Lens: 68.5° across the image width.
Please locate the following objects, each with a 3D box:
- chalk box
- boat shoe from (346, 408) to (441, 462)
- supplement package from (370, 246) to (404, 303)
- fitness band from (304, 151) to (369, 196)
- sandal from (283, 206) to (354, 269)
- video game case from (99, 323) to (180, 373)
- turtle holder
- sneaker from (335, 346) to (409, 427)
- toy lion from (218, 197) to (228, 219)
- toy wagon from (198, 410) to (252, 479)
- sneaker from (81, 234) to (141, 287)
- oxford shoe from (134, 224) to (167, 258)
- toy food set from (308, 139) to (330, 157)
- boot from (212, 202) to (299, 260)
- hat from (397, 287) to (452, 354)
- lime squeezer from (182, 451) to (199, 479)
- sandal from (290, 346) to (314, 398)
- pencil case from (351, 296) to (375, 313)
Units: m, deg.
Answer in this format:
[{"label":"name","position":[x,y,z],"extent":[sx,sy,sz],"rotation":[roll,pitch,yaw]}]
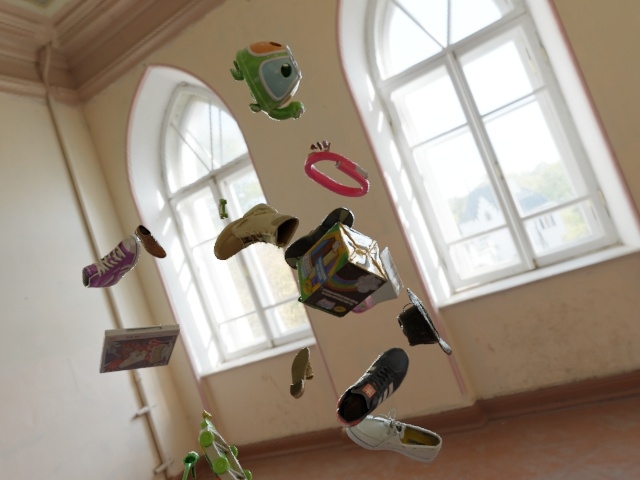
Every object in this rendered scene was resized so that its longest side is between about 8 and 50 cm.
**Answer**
[{"label":"chalk box","position":[0.043,0.118,1.527],"extent":[0.180,0.179,0.289],"rotation":[27,-55,-32]},{"label":"boat shoe","position":[0.287,0.732,1.792],"extent":[0.136,0.367,0.156],"rotation":[-67,-6,-50]},{"label":"supplement package","position":[0.230,0.134,1.800],"extent":[0.105,0.179,0.105],"rotation":[-18,11,28]},{"label":"fitness band","position":[0.070,-0.261,1.908],"extent":[0.291,0.054,0.209],"rotation":[29,-25,-31]},{"label":"sandal","position":[0.002,0.000,1.704],"extent":[0.302,0.120,0.086],"rotation":[-39,4,8]},{"label":"video game case","position":[-0.485,0.291,1.256],"extent":[0.183,0.023,0.201],"rotation":[0,-40,-30]},{"label":"turtle holder","position":[-0.188,-0.617,1.837],"extent":[0.227,0.320,0.243],"rotation":[-25,10,9]},{"label":"sneaker","position":[0.187,0.517,1.654],"extent":[0.350,0.131,0.148],"rotation":[-49,-22,-8]},{"label":"toy lion","position":[-0.430,-0.138,2.050],"extent":[0.034,0.100,0.096],"rotation":[-7,18,-23]},{"label":"toy wagon","position":[-0.389,0.820,1.825],"extent":[0.068,0.344,0.267],"rotation":[-37,-37,-12]},{"label":"sneaker","position":[-0.827,0.093,1.841],"extent":[0.282,0.102,0.161],"rotation":[-49,-19,19]},{"label":"oxford shoe","position":[-0.858,0.007,2.377],"extent":[0.076,0.212,0.076],"rotation":[-45,-2,-43]},{"label":"toy food set","position":[0.000,-0.370,1.911],"extent":[0.019,0.078,0.122],"rotation":[4,8,-44]},{"label":"boot","position":[-0.213,-0.010,1.550],"extent":[0.262,0.095,0.203],"rotation":[-42,40,-22]},{"label":"hat","position":[0.399,0.361,1.924],"extent":[0.134,0.331,0.331],"rotation":[-34,-6,8]},{"label":"lime squeezer","position":[-0.539,0.926,1.923],"extent":[0.058,0.110,0.310],"rotation":[17,-23,-1]},{"label":"sandal","position":[-0.066,0.547,1.889],"extent":[0.088,0.079,0.240],"rotation":[-30,26,23]},{"label":"pencil case","position":[0.253,0.304,2.516],"extent":[0.124,0.124,0.284],"rotation":[-22,-5,34]}]
